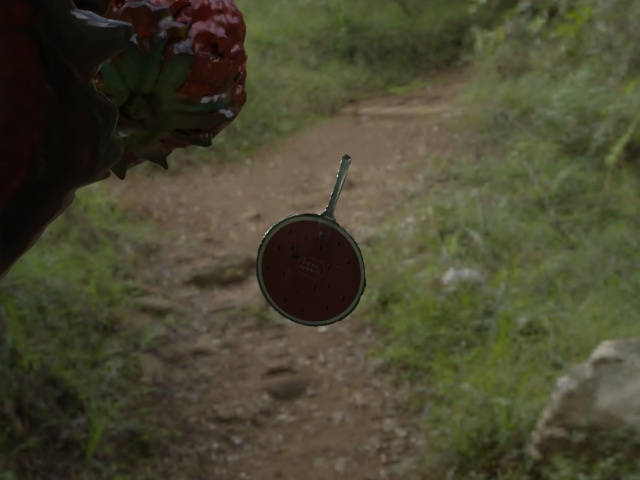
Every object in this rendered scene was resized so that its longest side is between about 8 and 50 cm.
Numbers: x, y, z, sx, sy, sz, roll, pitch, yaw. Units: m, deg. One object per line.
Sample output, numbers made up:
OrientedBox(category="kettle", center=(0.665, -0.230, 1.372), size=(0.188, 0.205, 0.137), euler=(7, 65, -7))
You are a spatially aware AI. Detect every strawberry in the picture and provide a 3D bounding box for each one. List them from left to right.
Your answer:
OrientedBox(category="strawberry", center=(-0.199, -0.226, 1.182), size=(0.239, 0.288, 0.250), euler=(-11, -32, -5))

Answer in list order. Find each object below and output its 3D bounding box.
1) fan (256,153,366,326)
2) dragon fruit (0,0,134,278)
OrientedBox(category="fan", center=(0.000, 0.000, 0.867), size=(0.085, 0.133, 0.005), euler=(23, 19, 12))
OrientedBox(category="dragon fruit", center=(-0.213, -0.064, 0.440), size=(0.282, 0.343, 0.100), euler=(11, 46, -14))
